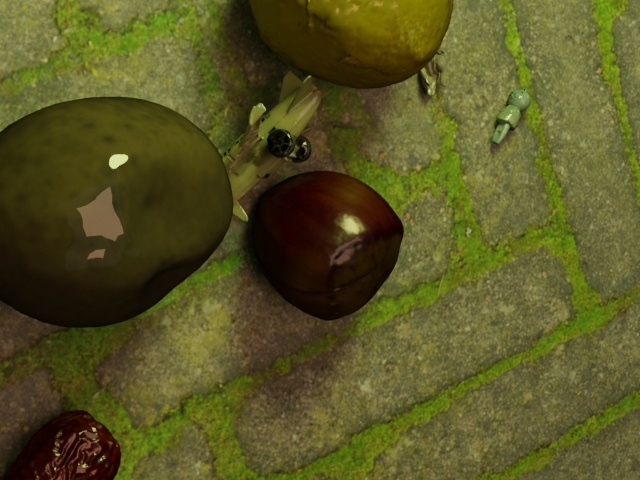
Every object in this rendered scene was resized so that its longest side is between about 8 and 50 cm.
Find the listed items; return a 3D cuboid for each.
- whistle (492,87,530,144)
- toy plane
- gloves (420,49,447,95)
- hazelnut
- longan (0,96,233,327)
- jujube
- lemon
[{"bbox_3d":[0.286,-0.188,2.214,0.035,0.035,0.100,36,78,-27],"label":"whistle"},{"bbox_3d":[-0.077,-0.119,1.953,0.092,0.229,0.244,40,100,13],"label":"toy plane"},{"bbox_3d":[0.166,-0.249,2.137,0.044,0.037,0.081,13,99,-5],"label":"gloves"},{"bbox_3d":[0.000,0.000,1.996,0.208,0.208,0.208,-3,96,-30],"label":"hazelnut"},{"bbox_3d":[-0.271,-0.038,1.781,0.350,0.288,0.288,-24,106,-37],"label":"longan"},{"bbox_3d":[-0.334,0.300,1.860,0.112,0.109,0.176,39,76,8],"label":"jujube"},{"bbox_3d":[0.045,-0.326,1.942,0.284,0.260,0.260,41,74,-24],"label":"lemon"}]
